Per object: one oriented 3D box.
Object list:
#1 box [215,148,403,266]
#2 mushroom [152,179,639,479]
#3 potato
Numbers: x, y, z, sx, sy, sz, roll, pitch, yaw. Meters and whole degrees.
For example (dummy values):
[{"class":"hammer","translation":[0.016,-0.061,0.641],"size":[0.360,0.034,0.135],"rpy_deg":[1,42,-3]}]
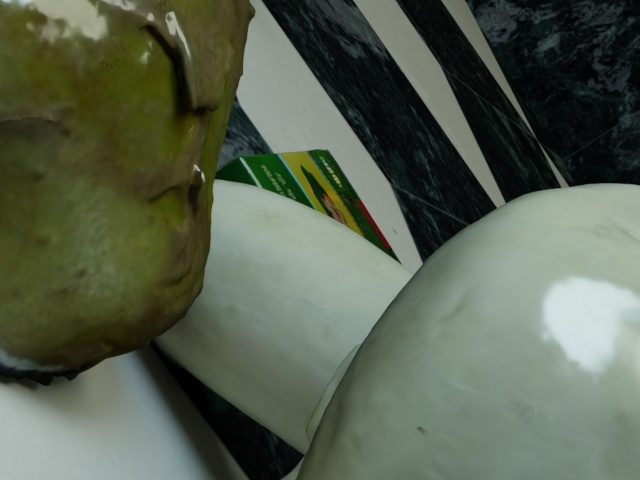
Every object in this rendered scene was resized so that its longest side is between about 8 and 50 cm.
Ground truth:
[{"class":"box","translation":[0.000,0.000,1.205],"size":[0.132,0.034,0.235],"rpy_deg":[57,14,4]},{"class":"mushroom","translation":[0.054,0.092,0.791],"size":[0.336,0.314,0.314],"rpy_deg":[27,-2,30]},{"class":"potato","translation":[-0.116,-0.111,0.746],"size":[0.246,0.196,0.300],"rpy_deg":[28,33,-60]}]
